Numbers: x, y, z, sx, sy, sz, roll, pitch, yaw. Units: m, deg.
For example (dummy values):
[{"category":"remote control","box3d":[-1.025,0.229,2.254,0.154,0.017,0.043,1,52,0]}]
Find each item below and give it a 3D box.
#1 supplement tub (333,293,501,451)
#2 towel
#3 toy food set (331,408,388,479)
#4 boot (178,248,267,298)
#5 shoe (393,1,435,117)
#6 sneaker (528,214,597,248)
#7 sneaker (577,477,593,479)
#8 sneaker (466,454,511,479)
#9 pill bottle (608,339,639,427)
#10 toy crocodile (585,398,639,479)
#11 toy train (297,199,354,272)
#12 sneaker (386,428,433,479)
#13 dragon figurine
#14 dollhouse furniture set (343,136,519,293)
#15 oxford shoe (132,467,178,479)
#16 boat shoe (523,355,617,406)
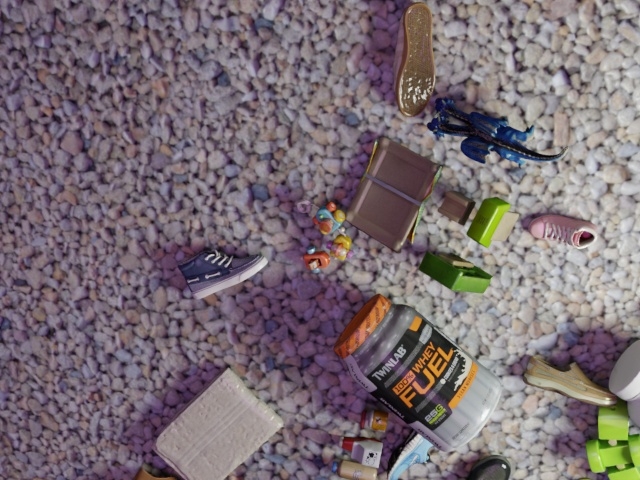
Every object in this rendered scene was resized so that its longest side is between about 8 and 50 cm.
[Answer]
[{"category":"supplement tub","box3d":[0.193,0.264,1.767,0.316,0.193,0.194,39,109,-3]},{"category":"towel","box3d":[-0.236,0.436,1.969,0.187,0.049,0.282,44,107,-6]},{"category":"toy food set","box3d":[0.079,0.456,1.885,0.104,0.111,0.232,11,110,6]},{"category":"boot","box3d":[-0.210,0.053,1.839,0.190,0.069,0.086,-25,103,17]},{"category":"shoe","box3d":[0.180,-0.347,1.668,0.076,0.058,0.219,-1,111,-11]},{"category":"sneaker","box3d":[0.477,-0.017,1.700,0.134,0.070,0.051,5,109,9]},{"category":"sneaker","box3d":[0.580,0.619,1.863,0.069,0.082,0.209,-9,106,10]},{"category":"sneaker","box3d":[0.330,0.567,1.867,0.087,0.130,0.227,40,106,-5]},{"category":"pill bottle","box3d":[0.737,0.331,1.698,0.322,0.181,0.182,32,109,-1]},{"category":"toy crocodile","box3d":[0.639,0.488,1.810,0.115,0.105,0.341,-16,106,24]},{"category":"toy train","box3d":[0.000,0.000,1.775,0.125,0.046,0.166,2,120,22]},{"category":"sneaker","box3d":[0.203,0.475,1.896,0.073,0.063,0.162,34,109,-5]},{"category":"dragon figurine","box3d":[0.315,-0.190,1.610,0.144,0.289,0.085,3,114,-31]},{"category":"dollhouse furniture set","box3d":[0.222,-0.053,1.736,0.301,0.151,0.198,33,105,30]},{"category":"oxford shoe","box3d":[-0.338,0.593,2.024,0.212,0.076,0.076,27,69,-9]},{"category":"boat shoe","box3d":[0.514,0.283,1.774,0.189,0.068,0.072,15,90,17]}]
